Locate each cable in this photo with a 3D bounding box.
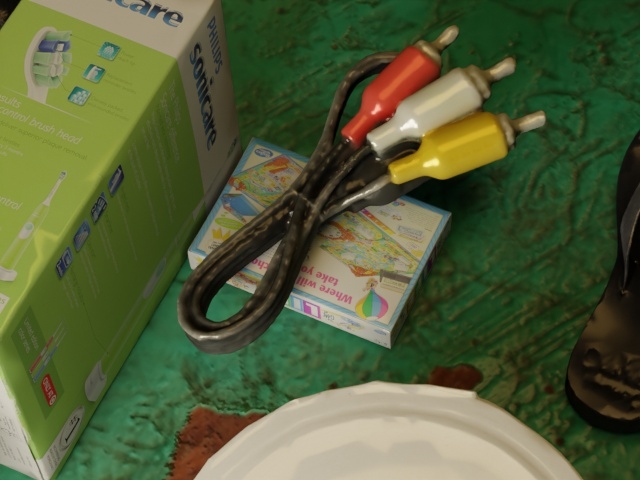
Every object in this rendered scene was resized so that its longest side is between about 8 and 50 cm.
[{"bbox_3d":[0.005,-0.047,1.340,0.287,0.072,0.139,-33,59,-16],"label":"cable"}]

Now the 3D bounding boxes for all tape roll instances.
[{"bbox_3d":[0.042,0.230,1.199,0.286,0.100,0.286,-1,60,3],"label":"tape roll"}]

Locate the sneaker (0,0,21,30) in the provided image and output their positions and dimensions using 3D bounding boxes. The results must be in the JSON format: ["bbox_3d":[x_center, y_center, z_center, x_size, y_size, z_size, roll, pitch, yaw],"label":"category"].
[{"bbox_3d":[-0.191,-0.167,1.458,0.119,0.057,0.047,13,64,11],"label":"sneaker"}]

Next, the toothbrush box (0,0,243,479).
[{"bbox_3d":[-0.170,-0.018,1.287,0.122,0.206,0.283,24,65,15],"label":"toothbrush box"}]

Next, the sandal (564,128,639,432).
[{"bbox_3d":[0.236,0.010,1.339,0.097,0.054,0.254,14,62,10],"label":"sandal"}]

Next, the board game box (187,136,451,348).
[{"bbox_3d":[0.000,0.000,1.372,0.154,0.026,0.103,22,63,14],"label":"board game box"}]
